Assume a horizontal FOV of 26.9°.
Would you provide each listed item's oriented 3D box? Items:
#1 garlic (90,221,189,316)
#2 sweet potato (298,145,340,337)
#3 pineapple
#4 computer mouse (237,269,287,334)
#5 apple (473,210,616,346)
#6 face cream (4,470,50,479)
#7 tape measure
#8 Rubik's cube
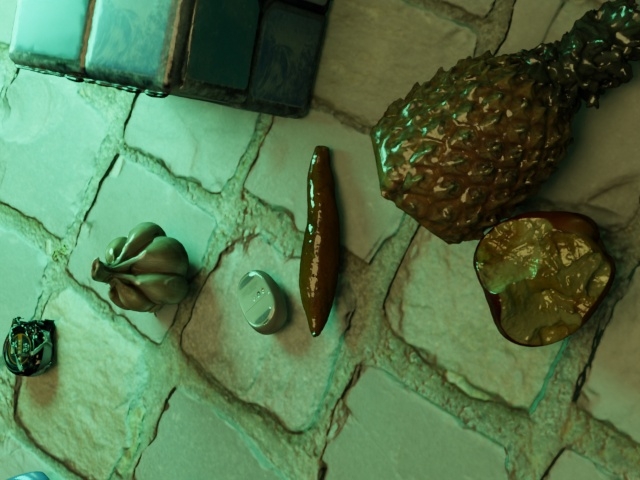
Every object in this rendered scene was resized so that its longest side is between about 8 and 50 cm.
[{"bbox_3d":[-0.269,0.036,1.928,0.127,0.194,0.131,-23,69,21],"label":"garlic"},{"bbox_3d":[0.002,0.000,1.824,0.057,0.057,0.265,1,83,34],"label":"sweet potato"},{"bbox_3d":[0.235,-0.163,1.600,0.362,0.202,0.202,-40,66,15],"label":"pineapple"},{"bbox_3d":[-0.078,0.088,1.880,0.066,0.039,0.096,-42,58,24],"label":"computer mouse"},{"bbox_3d":[0.268,0.041,1.588,0.158,0.147,0.156,-24,83,4],"label":"apple"},{"bbox_3d":[-0.440,0.498,2.068,0.149,0.083,0.264,-30,71,32],"label":"face cream"},{"bbox_3d":[-0.464,0.169,2.125,0.091,0.054,0.094,1,81,36],"label":"tape measure"},{"bbox_3d":[-0.190,-0.351,1.821,0.316,0.313,0.318,16,97,34],"label":"Rubik's cube"}]
